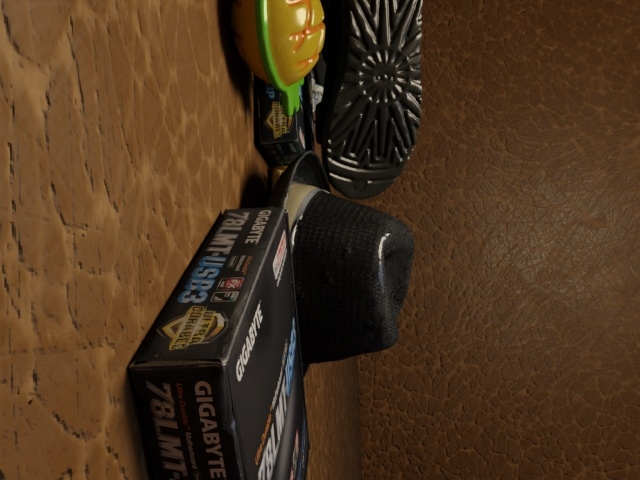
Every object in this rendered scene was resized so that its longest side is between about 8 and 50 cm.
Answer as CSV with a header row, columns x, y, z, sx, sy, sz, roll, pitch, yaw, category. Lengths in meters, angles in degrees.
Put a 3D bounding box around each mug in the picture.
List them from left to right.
x,y,z,sx,sy,sz,roll,pitch,yaw,category
-0.046,-0.063,0.997,0.062,0.078,0.064,-5,-106,53,mug

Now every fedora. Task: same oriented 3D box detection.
x,y,z,sx,sy,sz,roll,pitch,yaw,category
0.029,0.053,0.911,0.334,0.152,0.334,9,90,-76,fedora

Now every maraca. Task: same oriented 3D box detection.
x,y,z,sx,sy,sz,roll,pitch,yaw,category
-0.042,-0.221,0.818,0.186,0.099,0.127,72,26,-58,maraca

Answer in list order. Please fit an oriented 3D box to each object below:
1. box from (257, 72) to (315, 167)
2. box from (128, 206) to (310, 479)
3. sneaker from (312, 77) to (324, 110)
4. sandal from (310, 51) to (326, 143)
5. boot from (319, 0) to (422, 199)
x,y,z,sx,sy,sz,roll,pitch,yaw,category
-0.044,-0.184,1.016,0.220,0.051,0.175,61,25,-78,box
-0.063,0.155,0.640,0.295,0.073,0.294,-79,166,-68,box
-0.028,-0.240,1.261,0.135,0.052,0.058,-6,104,-77,sneaker
-0.013,-0.305,1.381,0.097,0.054,0.255,-127,-149,-71,sandal
0.046,-0.253,1.074,0.260,0.131,0.348,-135,-129,-65,boot
